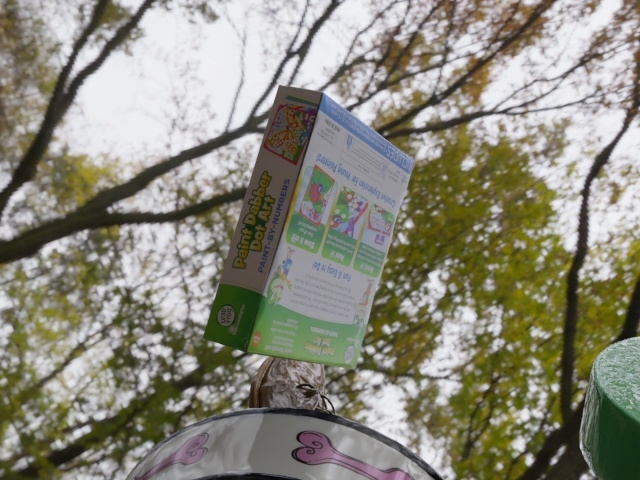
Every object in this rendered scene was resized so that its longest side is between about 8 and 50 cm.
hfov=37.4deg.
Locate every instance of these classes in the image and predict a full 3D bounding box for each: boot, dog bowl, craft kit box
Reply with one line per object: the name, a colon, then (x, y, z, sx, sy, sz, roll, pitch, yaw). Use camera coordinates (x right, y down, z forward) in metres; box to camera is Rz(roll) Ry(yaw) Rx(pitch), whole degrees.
boot: (-0.019, 0.204, 1.075, 0.115, 0.305, 0.112, -40, -74, 24)
dog bowl: (-0.042, 0.369, 0.870, 0.408, 0.150, 0.407, 2, -77, 11)
craft kit box: (0.000, 0.000, 0.955, 0.061, 0.250, 0.246, 11, -96, 27)

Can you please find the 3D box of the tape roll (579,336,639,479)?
tape roll: (0.395, 0.175, 0.826, 0.321, 0.321, 0.077, 22, -67, 42)
